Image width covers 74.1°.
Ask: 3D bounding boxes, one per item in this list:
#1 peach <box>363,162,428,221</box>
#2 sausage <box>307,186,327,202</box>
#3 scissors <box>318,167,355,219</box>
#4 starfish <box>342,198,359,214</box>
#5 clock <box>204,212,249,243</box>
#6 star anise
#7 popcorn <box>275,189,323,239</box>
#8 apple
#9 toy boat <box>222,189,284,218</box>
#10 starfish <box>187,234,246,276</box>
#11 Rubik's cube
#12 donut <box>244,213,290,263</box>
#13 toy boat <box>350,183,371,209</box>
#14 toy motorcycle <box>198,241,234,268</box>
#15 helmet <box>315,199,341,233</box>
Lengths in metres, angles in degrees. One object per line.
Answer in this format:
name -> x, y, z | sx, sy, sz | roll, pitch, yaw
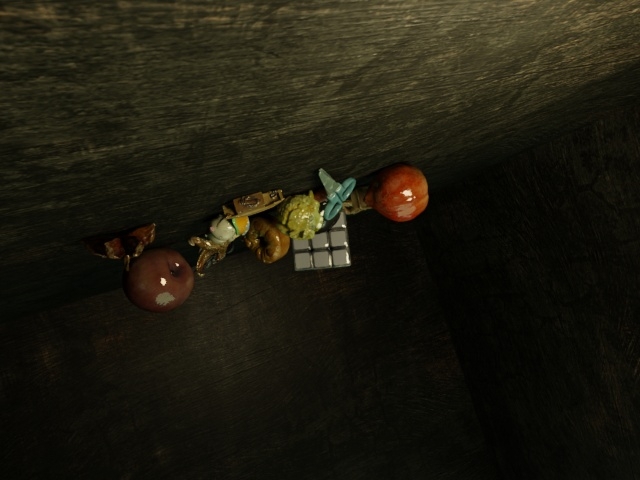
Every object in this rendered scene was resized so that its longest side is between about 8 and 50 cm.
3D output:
peach -> 0.297, -0.190, 1.701 | 0.256, 0.233, 0.232 | -16, 178, 2
sausage -> -0.060, -0.157, 1.734 | 0.347, 0.054, 0.053 | -20, 177, 40
scissors -> 0.043, -0.183, 1.502 | 0.193, 0.029, 0.447 | -54, 167, 1
starfish -> 0.233, -0.212, 2.396 | 0.323, 0.083, 0.432 | -8, 178, 9
clock -> -0.344, -0.047, 1.544 | 0.144, 0.104, 0.231 | -15, 175, -23
star anise -> -0.584, 0.016, 1.264 | 0.196, 0.111, 0.212 | -26, 169, 15
popcorn -> -0.079, -0.093, 1.630 | 0.167, 0.186, 0.187 | 9, -157, 33
apple -> -0.683, 0.161, 1.811 | 0.234, 0.306, 0.305 | -31, 173, 24
toy boat -> -0.216, -0.120, 1.372 | 0.200, 0.057, 0.077 | -18, 172, -13
starfish -> -0.462, 0.027, 1.874 | 0.303, 0.113, 0.312 | -44, 164, 10
Rubik's cube -> 0.000, 0.000, 2.285 | 0.300, 0.304, 0.305 | -5, 180, 2
donut -> -0.239, -0.008, 1.882 | 0.226, 0.227, 0.113 | -20, -175, 46
toy boat -> 0.226, -0.207, 2.031 | 0.188, 0.116, 0.061 | -13, 179, -41
toy motorcycle -> -0.562, 0.049, 2.241 | 0.229, 0.130, 0.094 | -32, 153, 14
helmet -> -0.006, -0.114, 1.904 | 0.278, 0.161, 0.230 | -17, 176, 15
